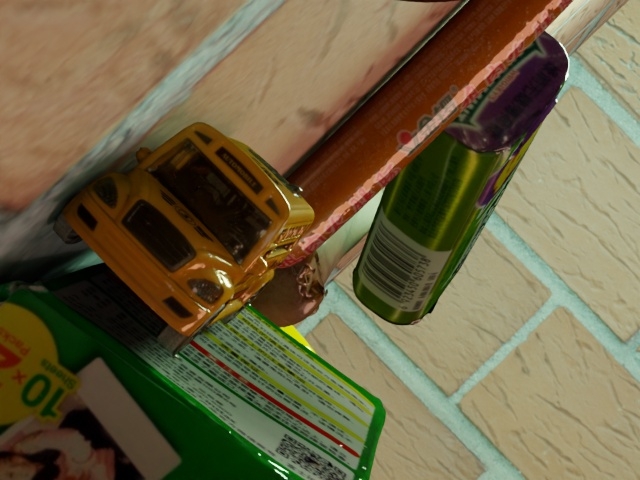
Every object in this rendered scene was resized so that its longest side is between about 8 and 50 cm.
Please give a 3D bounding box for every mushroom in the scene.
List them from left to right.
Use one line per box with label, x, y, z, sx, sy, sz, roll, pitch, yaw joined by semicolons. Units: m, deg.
mushroom;0.000;0.000;1.112;0.071;0.084;0.209;4;-151;26

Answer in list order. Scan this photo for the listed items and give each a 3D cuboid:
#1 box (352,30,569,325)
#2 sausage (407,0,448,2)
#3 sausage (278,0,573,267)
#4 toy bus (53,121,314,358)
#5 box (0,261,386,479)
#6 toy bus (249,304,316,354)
box;0.108;-0.048;1.036;0.134;0.097;0.345;-51;170;-24
sausage;0.028;-0.096;0.298;0.077;0.077;0.194;-45;176;18
sausage;0.070;-0.098;0.821;0.348;0.053;0.053;-44;176;8
toy bus;-0.048;-0.006;0.501;0.074;0.069;0.162;-45;177;5
box;-0.068;0.088;0.548;0.103;0.180;0.250;-55;176;7
toy bus;-0.129;0.196;1.241;0.144;0.152;0.330;-45;176;35
